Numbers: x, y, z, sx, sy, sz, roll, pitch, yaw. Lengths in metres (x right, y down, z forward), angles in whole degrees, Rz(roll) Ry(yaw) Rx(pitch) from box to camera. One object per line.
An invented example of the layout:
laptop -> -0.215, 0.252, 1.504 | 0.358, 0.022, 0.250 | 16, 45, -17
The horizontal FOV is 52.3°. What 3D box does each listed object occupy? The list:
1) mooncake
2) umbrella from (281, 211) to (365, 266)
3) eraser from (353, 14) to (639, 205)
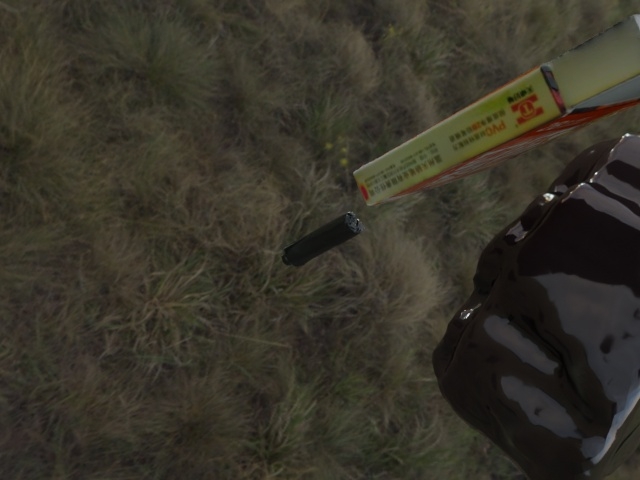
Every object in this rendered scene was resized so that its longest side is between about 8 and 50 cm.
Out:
mooncake -> 0.299, 0.066, 0.679 | 0.212, 0.350, 0.381 | 41, 15, 30
umbrella -> 0.001, 0.001, 0.866 | 0.031, 0.133, 0.036 | -27, 90, -56
eraser -> 0.154, -0.089, 0.474 | 0.157, 0.230, 0.038 | -17, 85, -42
